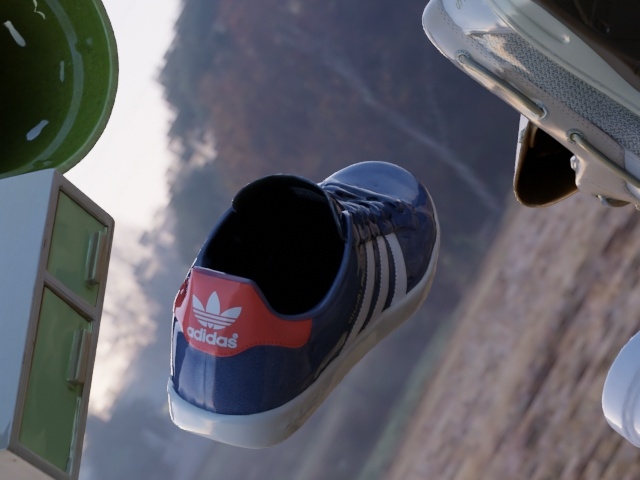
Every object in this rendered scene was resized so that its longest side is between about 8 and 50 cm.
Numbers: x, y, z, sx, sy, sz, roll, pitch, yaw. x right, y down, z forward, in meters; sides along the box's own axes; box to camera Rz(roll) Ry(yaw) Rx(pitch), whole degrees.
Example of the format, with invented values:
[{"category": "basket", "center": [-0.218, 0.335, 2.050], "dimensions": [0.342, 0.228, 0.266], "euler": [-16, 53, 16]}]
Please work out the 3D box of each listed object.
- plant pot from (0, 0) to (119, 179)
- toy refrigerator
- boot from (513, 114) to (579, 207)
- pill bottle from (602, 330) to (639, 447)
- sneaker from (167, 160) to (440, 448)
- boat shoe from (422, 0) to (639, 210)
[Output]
[{"category": "plant pot", "center": [-0.386, -0.164, 1.991], "dimensions": [0.254, 0.276, 0.276], "euler": [-16, 38, 56]}, {"category": "toy refrigerator", "center": [-0.253, 0.081, 1.685], "dimensions": [0.102, 0.094, 0.269], "euler": [45, -138, -48]}, {"category": "boot", "center": [0.171, -0.111, 1.435], "dimensions": [0.295, 0.104, 0.211], "euler": [121, 169, -62]}, {"category": "pill bottle", "center": [0.382, 0.181, 1.716], "dimensions": [0.153, 0.265, 0.153], "euler": [-20, -53, -29]}, {"category": "sneaker", "center": [0.000, 0.000, 1.396], "dimensions": [0.350, 0.131, 0.148], "euler": [-54, -30, -54]}, {"category": "boat shoe", "center": [0.198, -0.073, 1.200], "dimensions": [0.098, 0.302, 0.109], "euler": [-43, 16, 39]}]
